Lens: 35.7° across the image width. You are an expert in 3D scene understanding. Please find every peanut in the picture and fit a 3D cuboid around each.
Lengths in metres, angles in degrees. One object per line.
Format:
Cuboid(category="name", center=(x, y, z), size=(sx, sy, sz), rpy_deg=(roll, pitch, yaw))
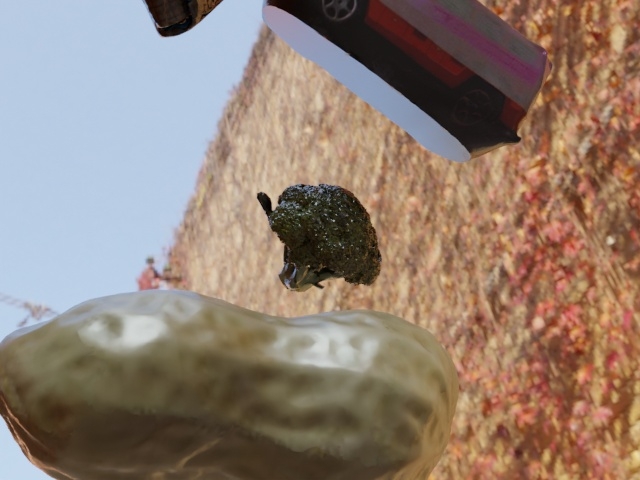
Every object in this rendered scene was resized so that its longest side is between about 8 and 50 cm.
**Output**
Cuboid(category="peanut", center=(-0.035, 0.087, 0.510), size=(0.257, 0.123, 0.123), rpy_deg=(9, -47, -30))

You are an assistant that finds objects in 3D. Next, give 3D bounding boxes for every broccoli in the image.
Cuboid(category="broccoli", center=(0.000, 0.000, 1.042), size=(0.131, 0.130, 0.120), rpy_deg=(6, -57, -44))

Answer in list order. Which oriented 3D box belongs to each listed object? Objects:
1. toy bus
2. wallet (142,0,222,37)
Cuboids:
Cuboid(category="toy bus", center=(0.092, -0.211, 1.062), size=(0.303, 0.147, 0.127), rpy_deg=(36, -14, -8))
Cuboid(category="wallet", center=(-0.102, -0.234, 0.529), size=(0.042, 0.124, 0.230), rpy_deg=(-14, -64, 26))
